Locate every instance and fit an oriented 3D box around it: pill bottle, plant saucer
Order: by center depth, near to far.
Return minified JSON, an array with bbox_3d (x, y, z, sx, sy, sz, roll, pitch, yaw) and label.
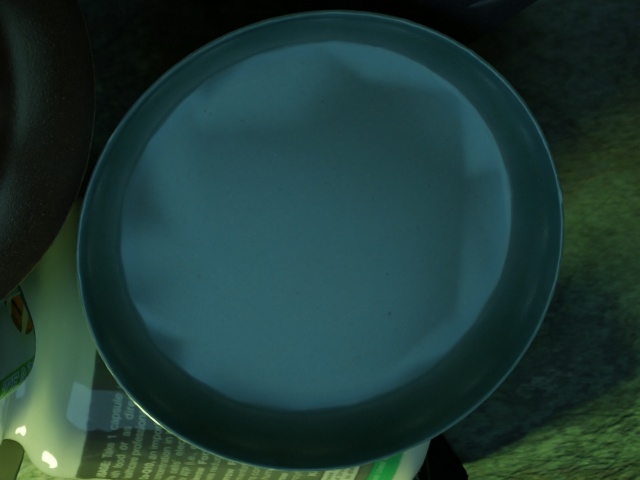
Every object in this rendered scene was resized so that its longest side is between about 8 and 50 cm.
[{"bbox_3d":[-0.286,-0.084,1.073,0.310,0.311,0.050,-12,-175,10],"label":"plant saucer"},{"bbox_3d":[0.000,0.000,1.213,0.317,0.044,0.318,-4,112,-9],"label":"plant saucer"},{"bbox_3d":[-0.107,0.075,1.355,0.361,0.204,0.204,4,142,-13],"label":"pill bottle"}]

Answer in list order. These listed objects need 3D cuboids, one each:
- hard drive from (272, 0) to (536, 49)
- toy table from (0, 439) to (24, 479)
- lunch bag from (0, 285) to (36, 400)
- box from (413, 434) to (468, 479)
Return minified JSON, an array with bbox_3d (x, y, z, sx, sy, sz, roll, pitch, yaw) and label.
[{"bbox_3d":[0.028,-0.204,1.123,0.172,0.054,0.254,-32,136,31],"label":"hard drive"},{"bbox_3d":[-0.360,0.255,1.562,0.160,0.252,0.274,18,150,-3],"label":"toy table"},{"bbox_3d":[-0.333,0.013,1.186,0.243,0.303,0.115,-22,-178,18],"label":"lunch bag"},{"bbox_3d":[-0.013,0.238,1.670,0.261,0.103,0.184,-17,139,14],"label":"box"}]
